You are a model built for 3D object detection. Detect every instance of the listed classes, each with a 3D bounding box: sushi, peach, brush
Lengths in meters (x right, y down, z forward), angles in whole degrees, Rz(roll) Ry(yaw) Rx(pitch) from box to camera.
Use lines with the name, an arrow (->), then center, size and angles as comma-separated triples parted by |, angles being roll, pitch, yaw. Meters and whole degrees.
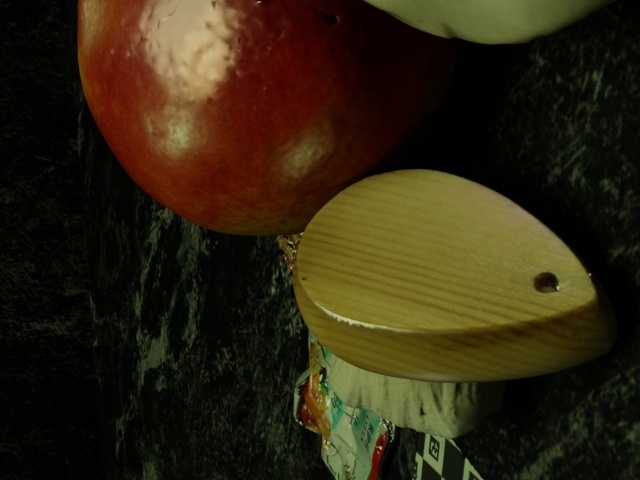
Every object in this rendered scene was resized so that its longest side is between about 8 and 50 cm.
sushi -> 0.102, 0.293, 1.090 | 0.193, 0.040, 0.210 | -129, 43, -58
peach -> -0.047, -0.184, 1.029 | 0.370, 0.370, 0.370 | 179, 90, -69
brush -> 0.112, 0.064, 0.920 | 0.266, 0.174, 0.166 | 17, 146, 36

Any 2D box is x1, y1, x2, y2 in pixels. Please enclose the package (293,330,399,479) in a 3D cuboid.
package -> 0.016, 0.190, 1.311 | 0.232, 0.040, 0.166 | -119, 35, -48

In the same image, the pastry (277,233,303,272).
pastry -> -0.002, 0.002, 1.258 | 0.063, 0.087, 0.169 | 56, 171, -24

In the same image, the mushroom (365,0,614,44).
mushroom -> 0.126, -0.244, 0.804 | 0.260, 0.254, 0.234 | 56, -171, 24
